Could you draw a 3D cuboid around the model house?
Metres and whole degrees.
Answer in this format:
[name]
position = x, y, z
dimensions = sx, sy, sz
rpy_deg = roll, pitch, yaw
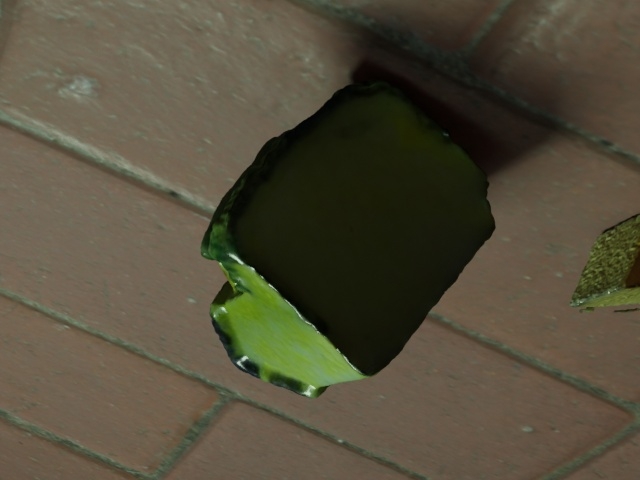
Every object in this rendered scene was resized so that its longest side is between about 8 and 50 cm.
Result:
[model house]
position = 0.000, 0.000, 1.256
dimensions = 0.170, 0.194, 0.211
rpy_deg = 40, 158, -8

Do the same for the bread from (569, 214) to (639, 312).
[bread]
position = 0.259, 0.041, 1.265
dimensions = 0.109, 0.080, 0.084
rpy_deg = 36, 149, -20
